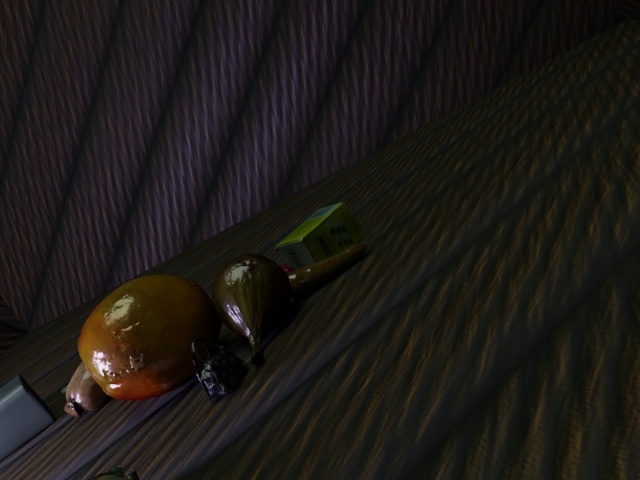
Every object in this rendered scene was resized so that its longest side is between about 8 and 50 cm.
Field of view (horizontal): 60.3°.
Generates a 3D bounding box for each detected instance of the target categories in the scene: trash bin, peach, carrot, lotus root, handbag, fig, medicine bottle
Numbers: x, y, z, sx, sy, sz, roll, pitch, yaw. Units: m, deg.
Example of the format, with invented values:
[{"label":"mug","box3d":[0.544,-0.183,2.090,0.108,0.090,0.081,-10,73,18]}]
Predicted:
[{"label":"trash bin","box3d":[-1.015,0.586,1.669,0.343,0.158,0.223,-38,17,-27]},{"label":"peach","box3d":[-0.444,0.243,1.456,0.373,0.289,0.372,-25,13,6]},{"label":"carrot","box3d":[0.029,0.071,1.569,0.298,0.078,0.078,-29,14,-11]},{"label":"lotus root","box3d":[-0.653,0.401,1.633,0.154,0.140,0.257,-27,19,38]},{"label":"handbag","box3d":[-0.246,0.279,1.252,0.072,0.139,0.115,-32,13,25]},{"label":"fig","box3d":[-0.180,0.190,1.402,0.217,0.217,0.320,-26,37,16]},{"label":"medicine bottle","box3d":[0.000,0.000,1.719,0.141,0.137,0.250,-13,22,46]}]

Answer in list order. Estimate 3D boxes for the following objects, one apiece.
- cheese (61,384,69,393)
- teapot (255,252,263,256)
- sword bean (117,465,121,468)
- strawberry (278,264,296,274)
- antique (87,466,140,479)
[{"label":"cheese","box3d":[-0.785,0.444,1.919,0.255,0.050,0.127,-41,20,-33]},{"label":"teapot","box3d":[-0.190,0.111,1.747,0.130,0.119,0.166,-36,16,-21]},{"label":"sword bean","box3d":[-0.456,0.504,1.154,0.083,0.012,0.012,-36,15,-25]},{"label":"strawberry","box3d":[-0.105,0.119,1.626,0.106,0.106,0.106,-28,15,8]},{"label":"antique","box3d":[-0.416,0.496,0.900,0.125,0.150,0.284,-10,15,42]}]
